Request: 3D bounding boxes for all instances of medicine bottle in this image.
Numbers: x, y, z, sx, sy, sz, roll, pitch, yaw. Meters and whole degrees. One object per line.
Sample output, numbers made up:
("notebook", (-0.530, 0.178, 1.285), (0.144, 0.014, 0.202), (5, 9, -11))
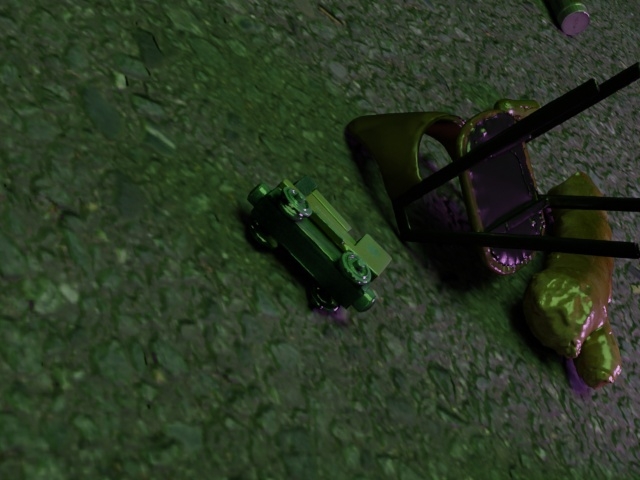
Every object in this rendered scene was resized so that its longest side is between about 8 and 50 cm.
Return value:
("medicine bottle", (0.370, -0.351, 1.631), (0.047, 0.047, 0.083), (22, 39, -34))

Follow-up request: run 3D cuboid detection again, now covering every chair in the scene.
("chair", (0.161, -0.059, 0.956), (0.159, 0.247, 0.172), (-26, 100, -57))

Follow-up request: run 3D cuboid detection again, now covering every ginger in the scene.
("ginger", (0.250, 0.020, 1.066), (0.118, 0.065, 0.298), (51, 31, -19))

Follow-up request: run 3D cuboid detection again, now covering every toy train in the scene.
("toy train", (0.000, 0.000, 0.809), (0.122, 0.050, 0.081), (47, 27, 0))

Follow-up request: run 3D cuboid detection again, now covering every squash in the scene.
("squash", (0.225, -0.150, 1.258), (0.083, 0.027, 0.027), (-9, 61, -51))
